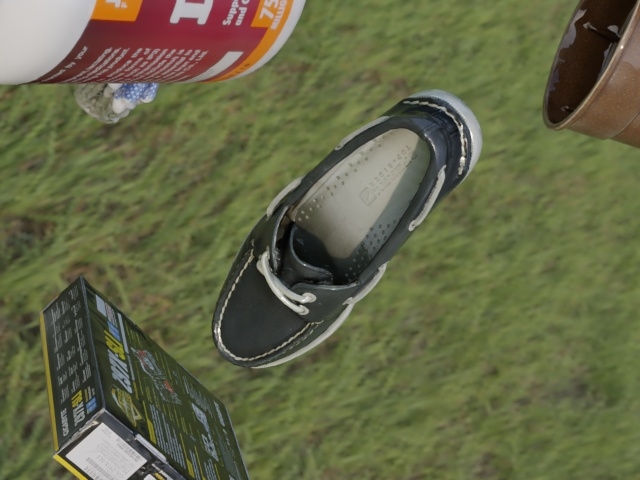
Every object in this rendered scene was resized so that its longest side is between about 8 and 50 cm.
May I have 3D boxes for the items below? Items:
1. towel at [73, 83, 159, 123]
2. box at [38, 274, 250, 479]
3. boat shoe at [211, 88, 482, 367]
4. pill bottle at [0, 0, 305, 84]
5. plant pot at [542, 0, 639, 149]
[{"bbox_3d":[-0.034,-0.177,0.804,0.034,0.285,0.209,41,-7,-11],"label":"towel"},{"bbox_3d":[-0.186,0.204,1.574,0.257,0.079,0.322,44,7,-26],"label":"box"},{"bbox_3d":[0.000,0.000,1.137,0.114,0.302,0.091,42,26,8],"label":"boat shoe"},{"bbox_3d":[-0.079,-0.092,0.462,0.152,0.086,0.086,-10,80,-53],"label":"pill bottle"},{"bbox_3d":[0.281,-0.131,1.106,0.165,0.167,0.167,22,42,-8],"label":"plant pot"}]
